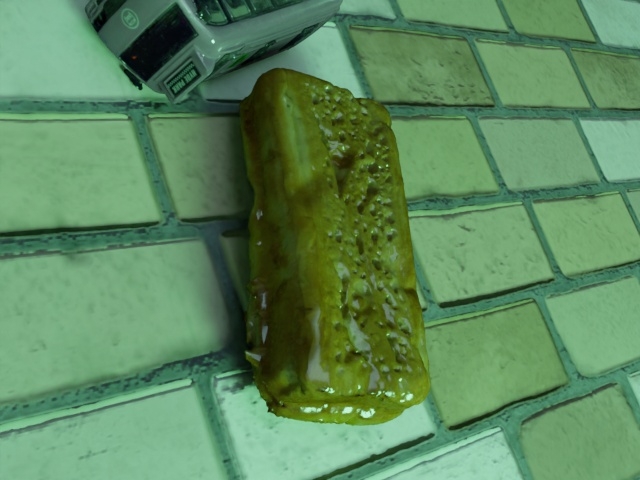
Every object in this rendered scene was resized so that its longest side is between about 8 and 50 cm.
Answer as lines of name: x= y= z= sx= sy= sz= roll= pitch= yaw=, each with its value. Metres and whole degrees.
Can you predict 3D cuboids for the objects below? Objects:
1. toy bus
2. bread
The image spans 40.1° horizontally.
toy bus: x=-0.076 y=-0.184 z=0.677 sx=0.199 sy=0.096 sz=0.108 roll=-36 pitch=96 yaw=-49
bread: x=0.001 y=0.000 z=0.648 sx=0.139 sy=0.077 sz=0.270 roll=12 pitch=58 yaw=-32
